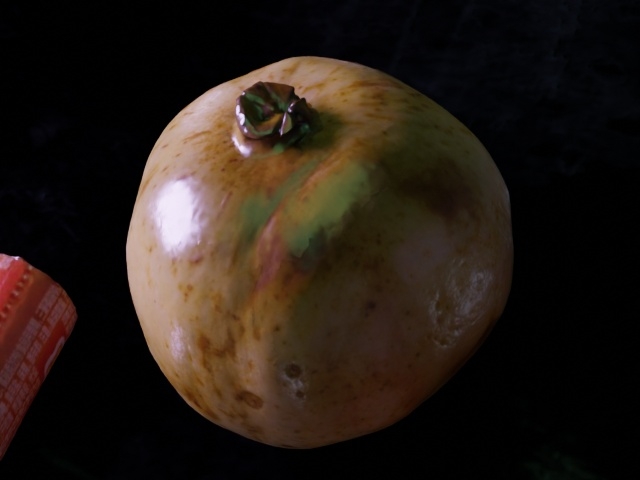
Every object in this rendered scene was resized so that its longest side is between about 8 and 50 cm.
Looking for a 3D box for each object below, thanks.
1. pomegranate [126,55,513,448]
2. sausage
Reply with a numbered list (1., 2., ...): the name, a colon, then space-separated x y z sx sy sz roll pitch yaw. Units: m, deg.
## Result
1. pomegranate: 0.000 0.000 1.090 0.215 0.215 0.215 -4 49 5
2. sausage: -0.220 0.130 1.102 0.074 0.074 0.274 10 52 17
